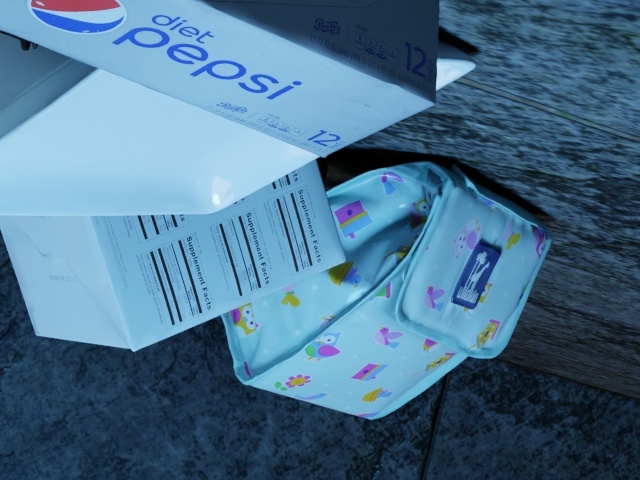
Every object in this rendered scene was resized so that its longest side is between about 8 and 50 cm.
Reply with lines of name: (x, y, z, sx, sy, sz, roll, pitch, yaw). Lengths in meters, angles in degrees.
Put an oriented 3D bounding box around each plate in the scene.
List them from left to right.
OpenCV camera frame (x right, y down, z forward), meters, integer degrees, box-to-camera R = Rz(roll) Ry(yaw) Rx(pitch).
plate: (-0.088, -0.081, 1.158, 0.278, 0.045, 0.277, -2, 162, -45)

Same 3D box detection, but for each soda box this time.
soda box: (-0.074, -0.137, 0.923, 0.286, 0.091, 0.098, 19, 153, -34)

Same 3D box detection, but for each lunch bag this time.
lunch bag: (0.066, 0.036, 1.662, 0.262, 0.160, 0.223, -34, 150, 21)

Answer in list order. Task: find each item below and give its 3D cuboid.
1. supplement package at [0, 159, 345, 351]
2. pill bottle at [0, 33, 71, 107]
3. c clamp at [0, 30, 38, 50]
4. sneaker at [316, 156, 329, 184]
supplement package: (-0.128, -0.020, 1.482, 0.203, 0.149, 0.194, -23, -167, -29)
pill bottle: (-0.205, -0.121, 1.294, 0.121, 0.121, 0.221, 15, 173, -3)
c clamp: (-0.131, -0.127, 1.142, 0.160, 0.022, 0.137, 4, 179, -7)
sneaker: (-0.054, -0.066, 1.637, 0.084, 0.070, 0.185, 7, 170, 16)
